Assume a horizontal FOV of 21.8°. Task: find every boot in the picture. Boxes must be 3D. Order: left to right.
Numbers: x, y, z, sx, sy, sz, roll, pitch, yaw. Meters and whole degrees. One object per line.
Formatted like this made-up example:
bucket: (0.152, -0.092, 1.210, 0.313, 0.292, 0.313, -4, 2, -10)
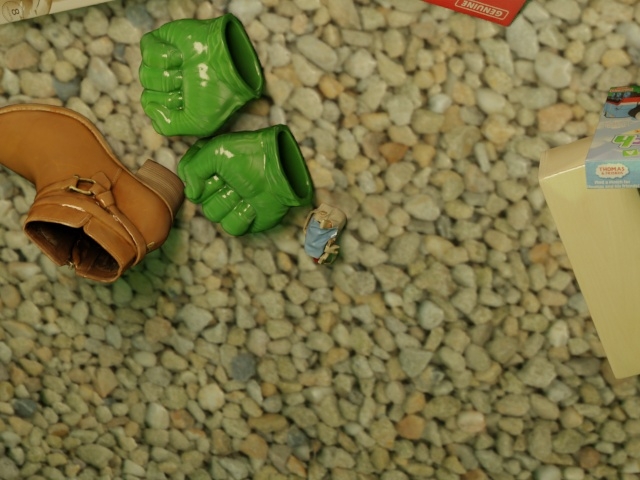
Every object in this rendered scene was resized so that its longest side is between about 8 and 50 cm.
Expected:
boot: (-0.319, -0.053, 2.009, 0.283, 0.220, 0.109, 28, 122, 2)

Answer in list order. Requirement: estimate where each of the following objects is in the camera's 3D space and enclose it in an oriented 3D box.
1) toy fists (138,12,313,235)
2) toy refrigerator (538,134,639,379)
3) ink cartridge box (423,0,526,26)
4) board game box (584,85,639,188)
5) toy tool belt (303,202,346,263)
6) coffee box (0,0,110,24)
toy fists: (-0.125, -0.131, 1.981, 0.142, 0.096, 0.279, -16, 112, 25)
toy refrigerator: (0.345, 0.014, 1.912, 0.102, 0.094, 0.270, -18, 111, 18)
ink cartridge box: (0.132, -0.327, 1.714, 0.296, 0.066, 0.261, 13, 138, -19)
board game box: (0.375, -0.113, 1.762, 0.160, 0.211, 0.039, -1, 116, 18)
toy tool belt: (0.000, 0.000, 2.034, 0.052, 0.051, 0.083, 19, 121, 7)
coffee box: (-0.281, -0.348, 1.913, 0.246, 0.098, 0.141, -9, 114, 22)
